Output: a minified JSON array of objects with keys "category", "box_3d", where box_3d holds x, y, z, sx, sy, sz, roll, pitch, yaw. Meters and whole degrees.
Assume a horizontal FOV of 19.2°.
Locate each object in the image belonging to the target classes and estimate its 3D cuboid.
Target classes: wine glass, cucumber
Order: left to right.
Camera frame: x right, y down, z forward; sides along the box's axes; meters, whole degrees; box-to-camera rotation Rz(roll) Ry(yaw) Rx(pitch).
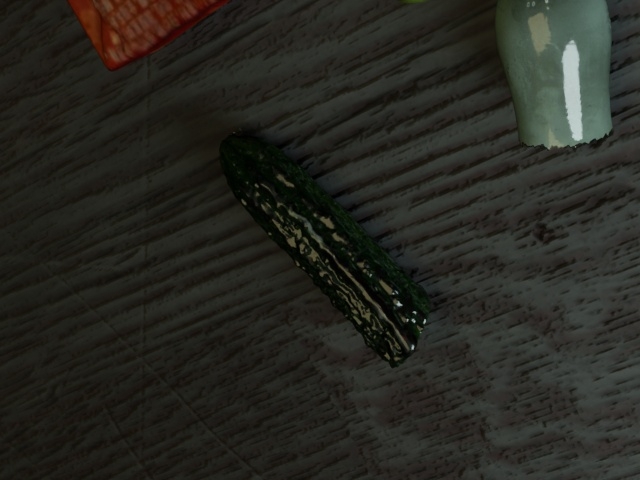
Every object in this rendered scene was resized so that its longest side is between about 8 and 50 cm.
[{"category":"cucumber","box_3d":[0.001,-0.001,1.709,0.265,0.077,0.077,46,128,6]},{"category":"wine glass","box_3d":[0.182,-0.177,1.497,0.093,0.093,0.202,1,110,34]}]

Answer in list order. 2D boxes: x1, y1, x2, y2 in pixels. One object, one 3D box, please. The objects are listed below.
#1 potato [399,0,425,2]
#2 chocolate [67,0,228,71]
[{"category":"potato","box_3d":[0.042,-0.308,1.477,0.148,0.186,0.253,-17,85,-2]},{"category":"chocolate","box_3d":[-0.142,-0.304,1.651,0.237,0.108,0.235,-28,94,40]}]
